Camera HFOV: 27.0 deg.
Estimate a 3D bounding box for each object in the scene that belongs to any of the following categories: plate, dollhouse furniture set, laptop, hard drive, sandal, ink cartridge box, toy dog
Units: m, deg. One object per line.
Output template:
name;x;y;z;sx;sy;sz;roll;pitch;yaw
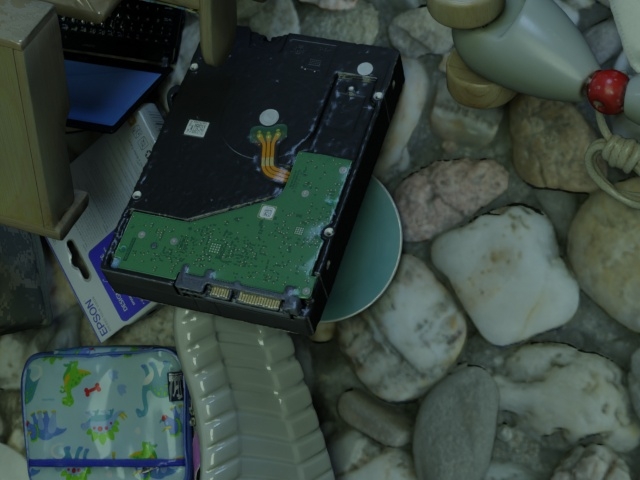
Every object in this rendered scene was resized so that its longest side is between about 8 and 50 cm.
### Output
plate;0.000;0.000;1.496;0.188;0.024;0.188;-1;83;9
dollhouse furniture set;-0.276;-0.235;1.439;0.362;0.256;0.394;15;46;13
laptop;-0.292;-0.264;1.554;0.234;0.136;0.264;11;92;17
hard drive;-0.066;-0.075;1.438;0.236;0.064;0.339;10;61;17
sandal;-0.077;0.235;1.466;0.169;0.102;0.416;-4;86;-27
ink cartridge box;-0.226;-0.018;1.556;0.208;0.045;0.206;-36;76;27
toy dog;0.269;-0.204;1.369;0.333;0.220;0.161;33;65;9

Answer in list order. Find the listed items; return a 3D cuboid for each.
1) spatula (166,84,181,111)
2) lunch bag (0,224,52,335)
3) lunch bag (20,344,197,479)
spatula;-0.121;-0.045;1.540;0.084;0.030;0.297;-22;82;13
lunch bag;-0.457;-0.026;1.532;0.168;0.235;0.287;-15;80;27
lunch bag;-0.233;0.209;1.532;0.218;0.090;0.176;-1;89;18
